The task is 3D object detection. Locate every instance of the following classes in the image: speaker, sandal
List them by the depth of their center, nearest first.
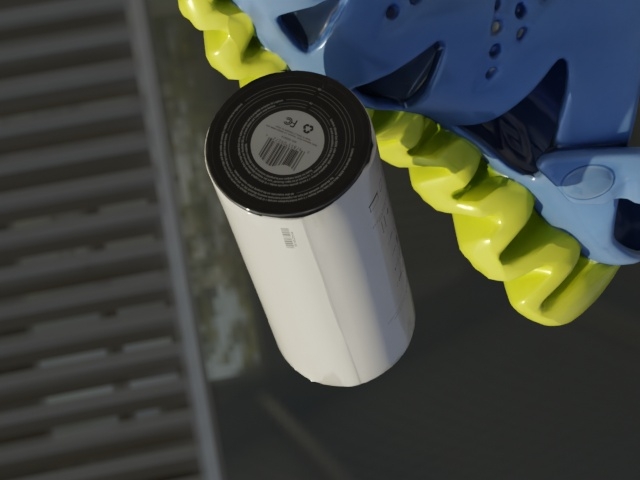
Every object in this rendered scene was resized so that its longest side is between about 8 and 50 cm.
[{"bbox_3d":[0.000,0.000,0.678,0.055,0.055,0.136,-9,152,5],"label":"speaker"},{"bbox_3d":[0.061,-0.085,0.731,0.138,0.126,0.317,-26,143,28],"label":"sandal"}]
